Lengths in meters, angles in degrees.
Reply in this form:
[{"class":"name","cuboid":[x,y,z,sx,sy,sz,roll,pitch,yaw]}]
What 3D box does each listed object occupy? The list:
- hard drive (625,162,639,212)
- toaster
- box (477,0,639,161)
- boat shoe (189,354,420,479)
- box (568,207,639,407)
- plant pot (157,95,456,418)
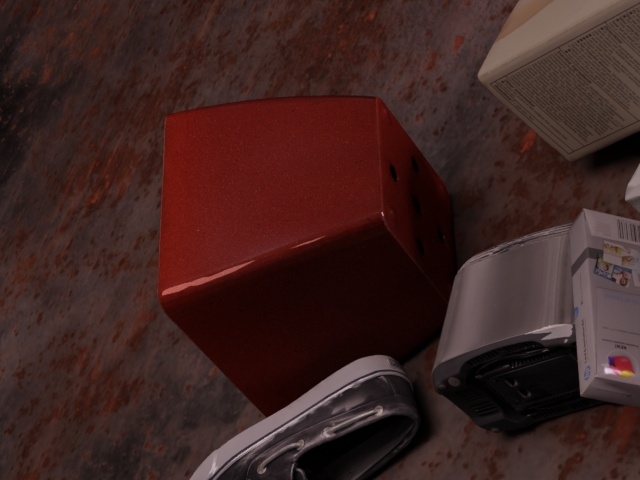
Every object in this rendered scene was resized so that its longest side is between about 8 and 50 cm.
[{"class":"hard drive","cuboid":[0.421,-0.133,1.793,0.203,0.040,0.307,-58,18,-25]},{"class":"toaster","cuboid":[0.215,0.078,1.873,0.227,0.129,0.146,-22,45,36]},{"class":"box","cuboid":[0.312,-0.203,1.904,0.311,0.148,0.121,-24,30,52]},{"class":"boat shoe","cuboid":[-0.022,0.242,2.029,0.301,0.108,0.102,-36,38,12]},{"class":"box","cuboid":[0.300,0.067,1.777,0.038,0.145,0.186,118,159,-48]},{"class":"plant pot","cuboid":[0.000,0.000,2.083,0.236,0.267,0.267,-19,47,21]}]
